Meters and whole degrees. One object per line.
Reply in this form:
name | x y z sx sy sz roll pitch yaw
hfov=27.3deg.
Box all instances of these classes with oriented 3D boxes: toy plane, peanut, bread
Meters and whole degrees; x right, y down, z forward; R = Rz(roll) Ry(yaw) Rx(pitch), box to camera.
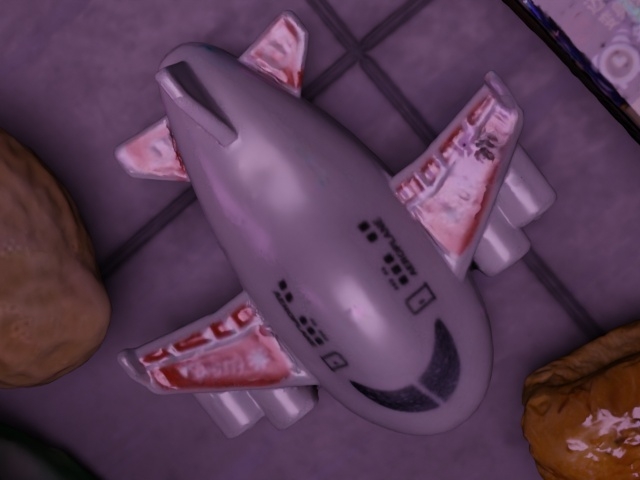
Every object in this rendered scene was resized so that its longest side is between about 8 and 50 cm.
toy plane | 0.000 -0.001 0.696 0.252 0.118 0.252 1 102 3
peanut | -0.246 -0.034 0.696 0.313 0.149 0.149 32 100 -4
bread | 0.215 0.081 0.703 0.211 0.083 0.114 -28 120 11

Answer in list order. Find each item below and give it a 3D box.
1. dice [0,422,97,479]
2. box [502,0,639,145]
dice | -0.203 0.284 0.670 0.300 0.287 0.297 43 99 -3
box | 0.193 -0.162 0.670 0.198 0.084 0.310 -43 94 10
